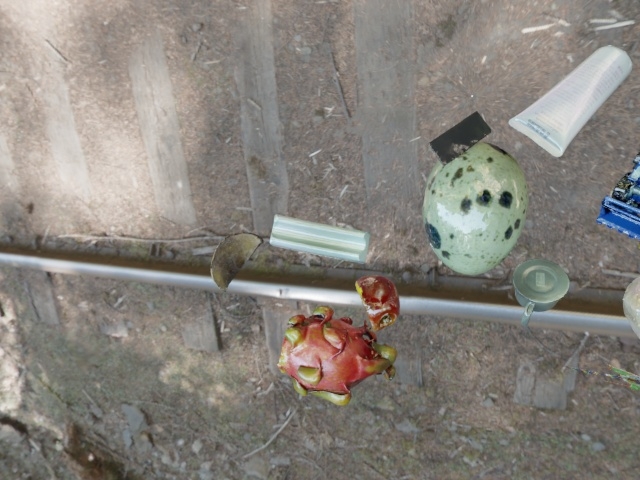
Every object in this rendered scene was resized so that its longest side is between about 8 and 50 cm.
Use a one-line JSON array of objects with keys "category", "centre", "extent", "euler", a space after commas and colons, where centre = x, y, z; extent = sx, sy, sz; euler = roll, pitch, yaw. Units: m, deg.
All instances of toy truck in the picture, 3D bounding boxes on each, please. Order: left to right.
[{"category": "toy truck", "centre": [0.699, -0.104, 0.896], "extent": [0.113, 0.126, 0.208], "euler": [36, 118, 35]}]

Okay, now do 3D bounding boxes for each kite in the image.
[{"category": "kite", "centre": [0.755, 0.352, 1.081], "extent": [0.198, 0.006, 0.244], "euler": [34, 161, -26]}]

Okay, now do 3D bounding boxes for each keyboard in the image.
[{"category": "keyboard", "centre": [0.369, -0.270, 1.100], "extent": [0.074, 0.197, 0.015], "euler": [53, 159, 4]}]

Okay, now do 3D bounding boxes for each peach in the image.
[{"category": "peach", "centre": [0.235, 0.218, 1.701], "extent": [0.154, 0.267, 0.158], "euler": [-14, 118, 1]}]

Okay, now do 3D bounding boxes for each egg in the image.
[{"category": "egg", "centre": [0.435, -0.092, 1.198], "extent": [0.288, 0.287, 0.379], "euler": [12, 88, 16]}]

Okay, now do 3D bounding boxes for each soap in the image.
[{"category": "soap", "centre": [0.000, 0.000, 1.288], "extent": [0.290, 0.173, 0.095], "euler": [11, 86, 0]}]

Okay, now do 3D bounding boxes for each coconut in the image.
[{"category": "coconut", "centre": [0.480, 0.091, 0.575], "extent": [0.110, 0.124, 0.110], "euler": [9, 118, 17]}]

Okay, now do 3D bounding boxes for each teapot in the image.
[{"category": "teapot", "centre": [0.709, 0.173, 1.375], "extent": [0.163, 0.239, 0.149], "euler": [19, 154, 27]}]

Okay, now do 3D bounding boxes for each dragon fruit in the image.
[{"category": "dragon fruit", "centre": [0.043, 0.288, 1.080], "extent": [0.243, 0.307, 0.227], "euler": [47, 133, 31]}]

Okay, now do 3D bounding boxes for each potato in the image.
[{"category": "potato", "centre": [-0.314, 0.063, 1.411], "extent": [0.120, 0.261, 0.100], "euler": [45, 136, -12]}]

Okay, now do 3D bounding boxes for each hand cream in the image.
[{"category": "hand cream", "centre": [0.768, -0.425, 1.264], "extent": [0.359, 0.118, 0.185], "euler": [-44, 71, 1]}]

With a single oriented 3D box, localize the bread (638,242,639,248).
[{"category": "bread", "centre": [0.879, 0.016, 1.051], "extent": [0.090, 0.094, 0.035], "euler": [-25, 126, -6]}]
